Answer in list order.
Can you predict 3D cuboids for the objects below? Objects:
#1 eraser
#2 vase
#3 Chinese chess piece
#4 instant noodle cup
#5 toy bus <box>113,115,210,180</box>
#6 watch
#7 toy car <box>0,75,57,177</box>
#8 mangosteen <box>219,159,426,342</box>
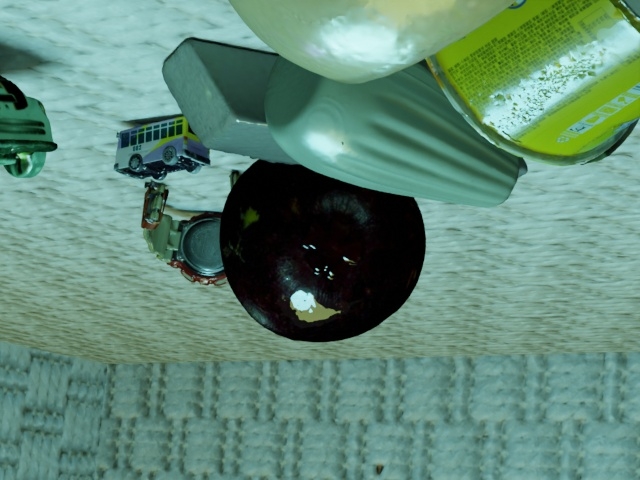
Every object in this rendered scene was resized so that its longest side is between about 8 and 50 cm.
[{"bbox_3d":[0.023,-0.116,1.590,0.352,0.077,0.111,9,165,-18],"label":"eraser"},{"bbox_3d":[0.073,-0.098,1.475,0.248,0.128,0.128,22,161,-33],"label":"vase"},{"bbox_3d":[0.059,-0.186,0.823,0.097,0.251,0.251,49,150,-19],"label":"Chinese chess piece"},{"bbox_3d":[0.175,-0.161,1.037,0.205,0.205,0.153,11,160,-28],"label":"instant noodle cup"},{"bbox_3d":[-0.172,-0.100,1.784,0.102,0.058,0.052,-9,162,33],"label":"toy bus"},{"bbox_3d":[-0.149,-0.025,2.100,0.165,0.102,0.268,4,160,10],"label":"watch"},{"bbox_3d":[-0.398,-0.114,1.634,0.306,0.125,0.136,-2,180,40],"label":"toy car"},{"bbox_3d":[0.000,0.000,1.825,0.228,0.228,0.265,6,-178,-4],"label":"mangosteen"}]
